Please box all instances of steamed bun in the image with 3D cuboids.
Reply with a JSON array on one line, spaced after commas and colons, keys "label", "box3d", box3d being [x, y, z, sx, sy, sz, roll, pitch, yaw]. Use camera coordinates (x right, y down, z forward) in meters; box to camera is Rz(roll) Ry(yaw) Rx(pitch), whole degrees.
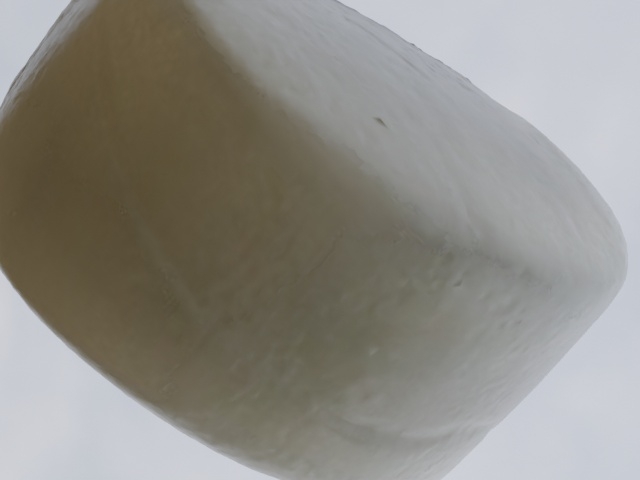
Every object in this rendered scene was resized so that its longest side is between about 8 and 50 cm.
[{"label": "steamed bun", "box3d": [0.000, 0.000, 0.653, 0.146, 0.242, 0.164, -50, -140, 20]}]
